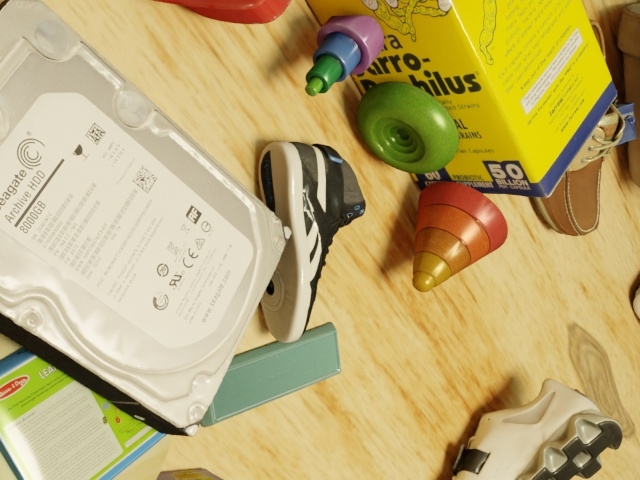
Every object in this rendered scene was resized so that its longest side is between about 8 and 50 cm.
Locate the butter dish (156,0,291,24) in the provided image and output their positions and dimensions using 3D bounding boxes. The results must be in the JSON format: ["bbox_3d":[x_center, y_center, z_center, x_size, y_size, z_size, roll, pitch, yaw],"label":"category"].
[{"bbox_3d":[-0.071,-0.267,0.732,0.118,0.160,0.160,44,65,-58],"label":"butter dish"}]

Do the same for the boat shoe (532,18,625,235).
[{"bbox_3d":[0.366,-0.161,1.095,0.122,0.120,0.324,-27,110,-34],"label":"boat shoe"}]

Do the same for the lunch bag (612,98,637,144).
[{"bbox_3d":[0.433,-0.181,1.162,0.067,0.098,0.065,-19,103,-31],"label":"lunch bag"}]

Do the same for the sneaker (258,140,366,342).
[{"bbox_3d":[0.000,0.000,0.839,0.121,0.079,0.217,-4,97,-39],"label":"sneaker"}]

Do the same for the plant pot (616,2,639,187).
[{"bbox_3d":[0.620,-0.217,1.210,0.323,0.323,0.281,-19,122,-37],"label":"plant pot"}]

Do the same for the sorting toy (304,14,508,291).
[{"bbox_3d":[0.085,-0.074,0.863,0.366,0.127,0.126,54,56,-30],"label":"sorting toy"}]

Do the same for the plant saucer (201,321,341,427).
[{"bbox_3d":[-0.051,0.148,0.852,0.192,0.018,0.067,-14,103,-37],"label":"plant saucer"}]

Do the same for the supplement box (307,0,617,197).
[{"bbox_3d":[0.157,-0.243,0.871,0.195,0.194,0.357,-50,122,-24],"label":"supplement box"}]

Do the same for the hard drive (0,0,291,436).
[{"bbox_3d":[-0.191,-0.014,0.656,0.339,0.064,0.237,43,56,-29],"label":"hard drive"}]

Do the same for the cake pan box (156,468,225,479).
[{"bbox_3d":[-0.211,0.359,0.710,0.245,0.070,0.267,7,90,-37],"label":"cake pan box"}]

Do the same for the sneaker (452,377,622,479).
[{"bbox_3d":[0.243,0.323,1.054,0.330,0.146,0.122,-37,126,-3],"label":"sneaker"}]

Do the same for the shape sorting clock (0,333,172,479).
[{"bbox_3d":[-0.221,0.150,0.669,0.206,0.040,0.206,17,65,-42],"label":"shape sorting clock"}]

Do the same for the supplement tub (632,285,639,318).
[{"bbox_3d":[0.648,0.070,1.350,0.190,0.117,0.117,-46,120,-26],"label":"supplement tub"}]
